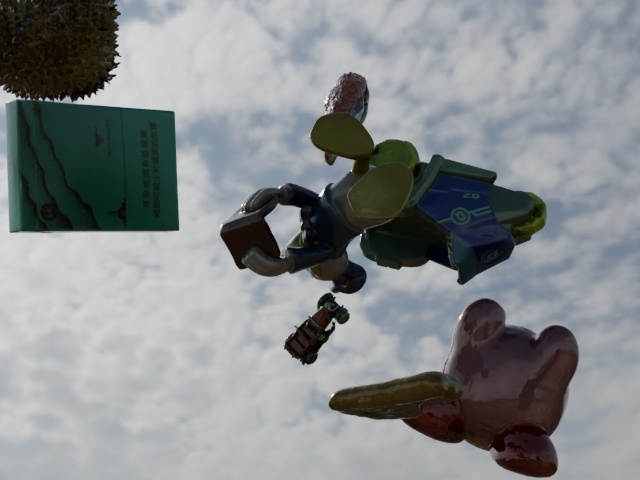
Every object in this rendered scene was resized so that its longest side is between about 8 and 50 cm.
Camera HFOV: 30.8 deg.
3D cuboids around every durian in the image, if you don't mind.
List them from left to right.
[{"bbox_3d":[-0.485,-0.353,2.018,0.292,0.258,0.258,13,-14,25],"label":"durian"}]

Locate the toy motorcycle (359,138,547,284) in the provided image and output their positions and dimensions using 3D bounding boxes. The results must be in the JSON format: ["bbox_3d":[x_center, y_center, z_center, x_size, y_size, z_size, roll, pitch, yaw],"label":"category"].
[{"bbox_3d":[0.210,-0.029,1.983,0.326,0.200,0.191,14,-34,25],"label":"toy motorcycle"}]

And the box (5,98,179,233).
[{"bbox_3d":[-0.283,-0.090,1.457,0.226,0.161,0.042,-1,-4,-41],"label":"box"}]

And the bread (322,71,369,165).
[{"bbox_3d":[0.044,-0.269,2.421,0.095,0.269,0.139,16,-59,10],"label":"bread"}]

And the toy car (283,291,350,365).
[{"bbox_3d":[-0.009,0.171,2.248,0.143,0.073,0.054,-51,-32,10],"label":"toy car"}]

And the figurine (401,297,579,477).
[{"bbox_3d":[0.294,0.260,1.924,0.269,0.261,0.211,19,-23,18],"label":"figurine"}]

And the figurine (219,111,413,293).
[{"bbox_3d":[0.000,0.000,1.742,0.283,0.205,0.338,-16,-33,-2],"label":"figurine"}]

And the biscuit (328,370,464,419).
[{"bbox_3d":[0.123,0.215,1.582,0.183,0.039,0.174,-17,-22,35],"label":"biscuit"}]
